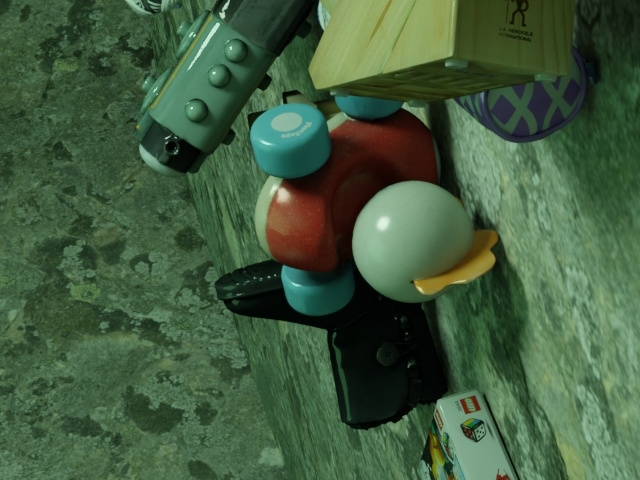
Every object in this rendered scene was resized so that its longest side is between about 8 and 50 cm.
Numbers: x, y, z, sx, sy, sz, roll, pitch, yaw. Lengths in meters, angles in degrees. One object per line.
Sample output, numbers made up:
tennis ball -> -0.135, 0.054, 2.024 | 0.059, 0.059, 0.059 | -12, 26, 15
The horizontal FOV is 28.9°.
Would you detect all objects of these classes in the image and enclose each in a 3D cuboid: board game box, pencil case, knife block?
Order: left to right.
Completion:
knife block -> 0.095, -0.220, 0.799 | 0.275, 0.088, 0.242 | 179, 96, -65
pencil case -> 0.123, -0.145, 0.935 | 0.088, 0.086, 0.206 | 65, 175, -29
board game box -> 0.184, 0.331, 1.286 | 0.193, 0.053, 0.305 | 94, 160, -57

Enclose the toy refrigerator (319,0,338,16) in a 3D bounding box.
toy refrigerator -> 0.033, -0.285, 1.182 | 0.269, 0.102, 0.094 | -119, 19, -51

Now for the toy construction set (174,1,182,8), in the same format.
toy construction set -> -0.238, -0.565, 2.057 | 0.328, 0.151, 0.215 | 101, 179, -47

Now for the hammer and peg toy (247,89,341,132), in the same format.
hammer and peg toy -> 0.000, 0.000, 1.537 | 0.266, 0.127, 0.361 | -119, 19, -76

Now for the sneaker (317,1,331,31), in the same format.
sneaker -> 0.028, -0.231, 1.404 | 0.058, 0.052, 0.135 | 115, 140, -66

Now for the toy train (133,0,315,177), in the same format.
toy train -> -0.122, -0.226, 1.564 | 0.142, 0.334, 0.190 | 34, -169, -10

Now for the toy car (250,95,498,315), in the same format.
toy car -> 0.081, -0.023, 1.176 | 0.238, 0.210, 0.219 | 29, 143, 36

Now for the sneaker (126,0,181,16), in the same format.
sneaker -> -0.180, -0.432, 1.545 | 0.210, 0.137, 0.366 | 49, 142, -15

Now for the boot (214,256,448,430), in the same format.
boot -> 0.018, 0.113, 1.371 | 0.094, 0.246, 0.207 | -166, 65, -68
